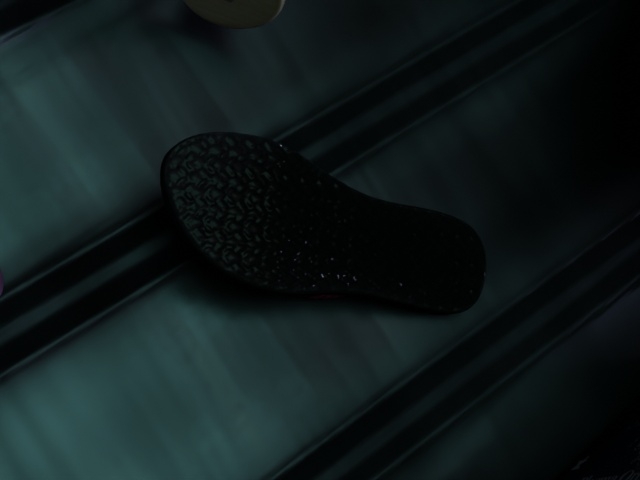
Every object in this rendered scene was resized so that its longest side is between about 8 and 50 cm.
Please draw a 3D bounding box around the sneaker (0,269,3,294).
[{"bbox_3d":[-0.225,-0.052,0.461,0.104,0.095,0.236,-32,86,-8],"label":"sneaker"}]

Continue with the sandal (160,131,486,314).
[{"bbox_3d":[0.000,0.000,0.564,0.179,0.040,0.067,18,75,-32],"label":"sandal"}]

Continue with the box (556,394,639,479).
[{"bbox_3d":[0.193,0.115,0.540,0.158,0.156,0.093,-38,91,-26],"label":"box"}]

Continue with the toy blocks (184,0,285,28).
[{"bbox_3d":[-0.033,-0.194,0.563,0.054,0.123,0.148,5,55,13],"label":"toy blocks"}]
